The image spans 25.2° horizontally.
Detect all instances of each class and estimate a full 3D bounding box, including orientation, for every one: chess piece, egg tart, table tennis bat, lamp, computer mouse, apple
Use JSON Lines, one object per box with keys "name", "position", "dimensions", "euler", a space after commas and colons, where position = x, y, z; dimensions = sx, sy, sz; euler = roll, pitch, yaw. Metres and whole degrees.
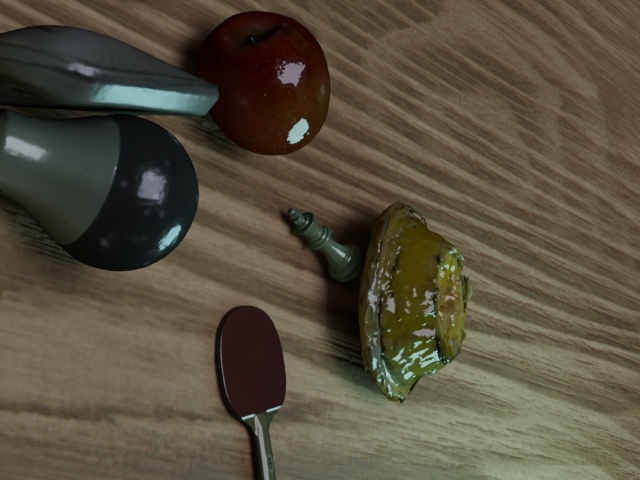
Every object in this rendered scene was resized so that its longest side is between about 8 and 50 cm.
{"name": "chess piece", "position": [0.000, 0.000, 2.073], "dimensions": [0.149, 0.059, 0.059], "euler": [41, 51, -36]}
{"name": "egg tart", "position": [0.149, 0.092, 2.166], "dimensions": [0.315, 0.120, 0.315], "euler": [0, 90, -68]}
{"name": "table tennis bat", "position": [-0.088, 0.210, 1.933], "dimensions": [0.138, 0.022, 0.247], "euler": [-2, 83, -54]}
{"name": "lamp", "position": [-0.291, -0.072, 1.617], "dimensions": [0.313, 0.182, 0.182], "euler": [17, 66, -17]}
{"name": "computer mouse", "position": [-0.256, -0.189, 1.619], "dimensions": [0.331, 0.197, 0.095], "euler": [-3, 100, -59]}
{"name": "apple", "position": [-0.075, -0.211, 1.908], "dimensions": [0.168, 0.181, 0.181], "euler": [82, 26, -46]}
